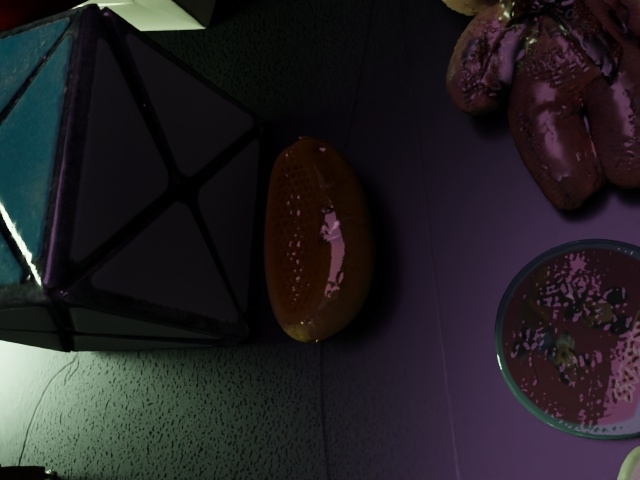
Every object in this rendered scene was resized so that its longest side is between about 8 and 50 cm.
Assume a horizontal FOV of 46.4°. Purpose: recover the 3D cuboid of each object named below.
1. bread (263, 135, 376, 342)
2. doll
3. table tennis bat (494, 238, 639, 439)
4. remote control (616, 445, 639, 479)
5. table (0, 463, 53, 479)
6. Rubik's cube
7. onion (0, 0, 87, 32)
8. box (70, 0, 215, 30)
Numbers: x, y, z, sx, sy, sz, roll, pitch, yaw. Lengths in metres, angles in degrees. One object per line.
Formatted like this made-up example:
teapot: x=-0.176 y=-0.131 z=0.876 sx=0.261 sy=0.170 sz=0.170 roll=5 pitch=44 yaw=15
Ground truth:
bread: x=0.000 y=0.000 z=0.681 sx=0.114 sy=0.077 sz=0.189 roll=-17 pitch=68 yaw=46
doll: x=0.181 y=-0.181 z=0.590 sx=0.201 sy=0.156 sz=0.303 roll=-20 pitch=71 yaw=21
table tennis bat: x=0.243 y=0.084 z=0.547 sx=0.244 sy=0.040 sz=0.153 roll=18 pitch=84 yaw=36
remote control: x=0.220 y=0.205 z=0.523 sx=0.074 sy=0.032 sz=0.122 roll=42 pitch=97 yaw=32
table: x=-0.332 y=0.277 z=0.780 sx=0.070 sy=0.082 sz=0.083 roll=-10 pitch=71 yaw=26
Rubik's cube: x=-0.225 y=-0.037 z=0.709 sx=0.260 sy=0.255 sz=0.259 roll=-8 pitch=73 yaw=27
onion: x=-0.313 y=-0.359 z=0.661 sx=0.341 sy=0.341 sz=0.341 roll=-8 pitch=72 yaw=27
box: x=-0.214 y=-0.434 z=0.886 sx=0.224 sy=0.143 sz=0.341 roll=8 pitch=79 yaw=30
